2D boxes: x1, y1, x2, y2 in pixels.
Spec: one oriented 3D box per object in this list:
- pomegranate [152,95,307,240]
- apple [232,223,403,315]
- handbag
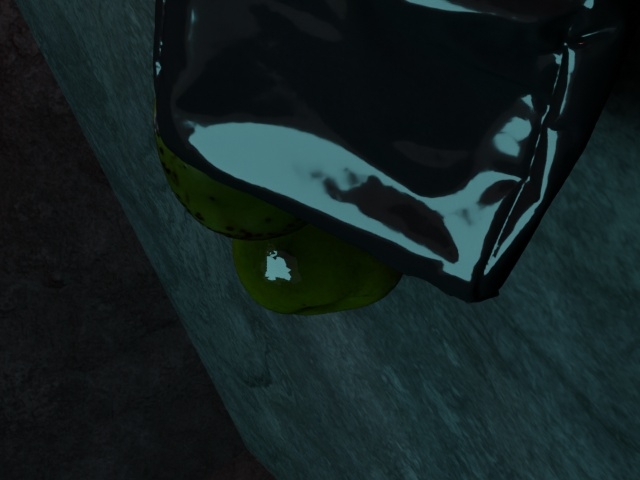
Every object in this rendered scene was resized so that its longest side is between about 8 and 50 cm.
[{"bbox_3d":[-0.075,-0.119,1.102,0.248,0.214,0.214,42,158,43],"label":"pomegranate"},{"bbox_3d":[0.000,0.000,1.238,0.196,0.197,0.156,122,133,-71],"label":"apple"},{"bbox_3d":[0.049,-0.133,0.755,0.302,0.178,0.275,25,137,16],"label":"handbag"}]
